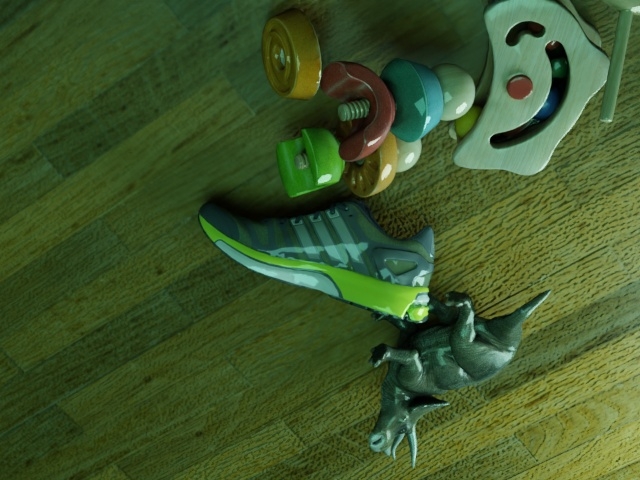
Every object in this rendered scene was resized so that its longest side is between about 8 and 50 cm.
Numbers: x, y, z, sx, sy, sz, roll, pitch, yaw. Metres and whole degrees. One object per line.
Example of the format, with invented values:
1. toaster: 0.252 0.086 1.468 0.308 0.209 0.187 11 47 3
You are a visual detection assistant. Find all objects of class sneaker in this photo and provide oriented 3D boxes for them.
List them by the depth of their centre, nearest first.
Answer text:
1. sneaker: 0.000 0.000 1.493 0.299 0.111 0.121 18 90 5

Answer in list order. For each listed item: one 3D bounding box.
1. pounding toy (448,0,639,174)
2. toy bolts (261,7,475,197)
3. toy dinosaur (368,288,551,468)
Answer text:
1. pounding toy: 0.222 -0.179 1.319 0.154 0.155 0.269 24 121 -13
2. toy bolts: 0.056 -0.161 1.353 0.158 0.228 0.218 -13 91 -25
3. toy dinosaur: 0.162 0.134 1.557 0.313 0.121 0.160 -36 123 19
